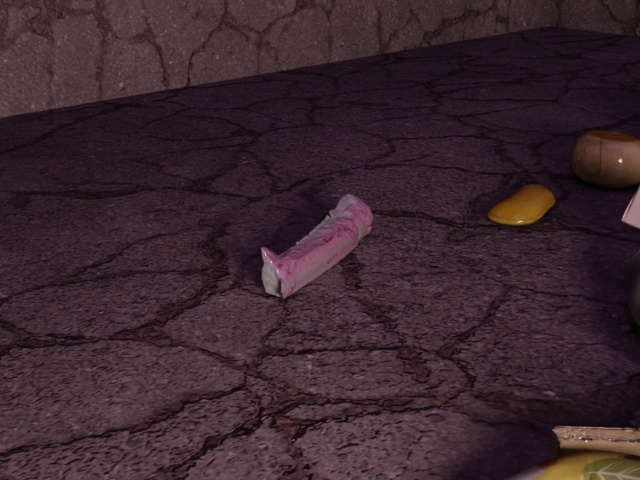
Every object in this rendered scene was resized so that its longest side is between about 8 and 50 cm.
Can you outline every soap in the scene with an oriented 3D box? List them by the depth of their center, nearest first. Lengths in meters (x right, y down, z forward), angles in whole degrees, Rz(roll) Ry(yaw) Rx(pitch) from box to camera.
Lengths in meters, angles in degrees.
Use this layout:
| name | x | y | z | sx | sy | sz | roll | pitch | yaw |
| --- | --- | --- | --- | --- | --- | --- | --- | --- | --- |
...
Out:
| name | x | y | z | sx | sy | sz | roll | pitch | yaw |
| --- | --- | --- | --- | --- | --- | --- | --- | --- | --- |
| soap | 0.350 | -0.059 | 1.487 | 0.089 | 0.033 | 0.168 | 16 | 29 | 35 |

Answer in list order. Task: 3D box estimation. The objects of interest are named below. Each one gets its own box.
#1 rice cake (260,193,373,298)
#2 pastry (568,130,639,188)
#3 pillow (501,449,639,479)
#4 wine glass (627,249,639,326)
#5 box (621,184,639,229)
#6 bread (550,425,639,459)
| name | x | y | z | sx | sy | sz | roll | pitch | yaw |
| --- | --- | --- | --- | --- | --- | --- | --- | --- | --- |
| rice cake | 0.001 | 0.002 | 1.315 | 0.051 | 0.081 | 0.290 | -4 | 18 | 34 |
| pastry | 0.547 | -0.155 | 1.635 | 0.157 | 0.092 | 0.156 | 5 | 23 | -2 |
| pillow | 0.229 | 0.252 | 0.678 | 0.214 | 0.086 | 0.233 | -16 | 26 | -5 |
| wine glass | 0.425 | 0.077 | 1.063 | 0.093 | 0.092 | 0.202 | 2 | 23 | 11 |
| box | 0.573 | -0.006 | 1.128 | 0.203 | 0.116 | 0.274 | 18 | 11 | -30 |
| bread | 0.289 | 0.203 | 0.794 | 0.154 | 0.068 | 0.028 | 0 | 24 | 8 |
